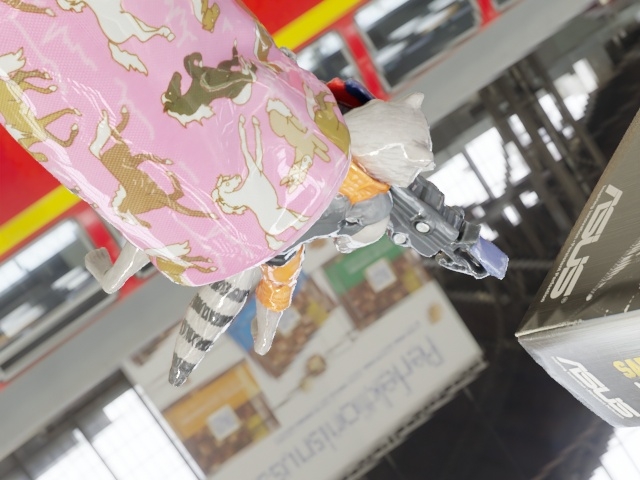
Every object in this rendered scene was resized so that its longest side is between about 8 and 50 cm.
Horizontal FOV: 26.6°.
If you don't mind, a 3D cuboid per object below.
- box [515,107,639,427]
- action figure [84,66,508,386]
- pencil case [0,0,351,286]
[{"bbox_3d":[0.181,-0.052,0.428,0.231,0.056,0.183,-56,-163,-26],"label":"box"},{"bbox_3d":[0.000,0.000,1.180,0.330,0.341,0.178,-44,-159,38],"label":"action figure"},{"bbox_3d":[-0.140,-0.147,0.794,0.160,0.386,0.167,-29,-143,16],"label":"pencil case"}]
